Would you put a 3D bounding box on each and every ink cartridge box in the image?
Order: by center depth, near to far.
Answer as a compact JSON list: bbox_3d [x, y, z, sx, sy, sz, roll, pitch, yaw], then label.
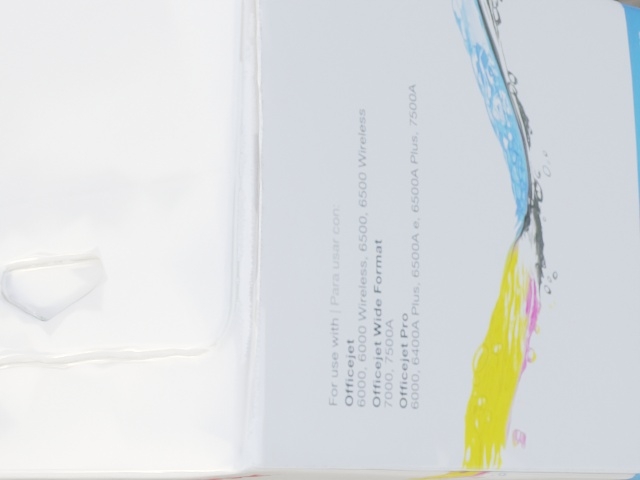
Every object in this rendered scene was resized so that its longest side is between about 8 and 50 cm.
[{"bbox_3d":[0.000,0.000,0.668,0.171,0.233,0.168,-8,79,43],"label":"ink cartridge box"}]
